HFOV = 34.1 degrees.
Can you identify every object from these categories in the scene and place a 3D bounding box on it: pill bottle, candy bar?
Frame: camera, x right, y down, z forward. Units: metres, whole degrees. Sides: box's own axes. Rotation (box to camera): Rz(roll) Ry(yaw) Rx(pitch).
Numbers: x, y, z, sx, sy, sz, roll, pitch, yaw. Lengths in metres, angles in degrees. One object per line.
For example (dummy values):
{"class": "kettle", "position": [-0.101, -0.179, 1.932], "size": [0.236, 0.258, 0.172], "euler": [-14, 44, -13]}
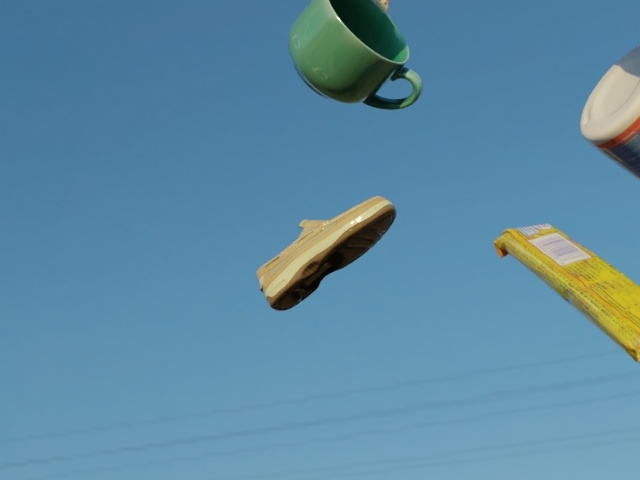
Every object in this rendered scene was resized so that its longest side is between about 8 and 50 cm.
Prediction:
{"class": "pill bottle", "position": [0.393, -0.097, 1.093], "size": [0.221, 0.124, 0.124], "euler": [32, -40, -14]}
{"class": "candy bar", "position": [0.138, 0.025, 0.528], "size": [0.040, 0.161, 0.018], "euler": [-13, -65, -15]}

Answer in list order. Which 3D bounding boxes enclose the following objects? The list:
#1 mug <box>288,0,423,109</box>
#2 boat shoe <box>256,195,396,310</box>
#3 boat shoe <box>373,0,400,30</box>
{"class": "mug", "position": [0.032, -0.214, 1.230], "size": [0.097, 0.158, 0.129], "euler": [-43, -24, 31]}
{"class": "boat shoe", "position": [0.000, 0.000, 1.237], "size": [0.190, 0.072, 0.068], "euler": [-37, -30, 7]}
{"class": "boat shoe", "position": [0.075, -0.316, 1.425], "size": [0.043, 0.049, 0.137], "euler": [-16, -48, 16]}
